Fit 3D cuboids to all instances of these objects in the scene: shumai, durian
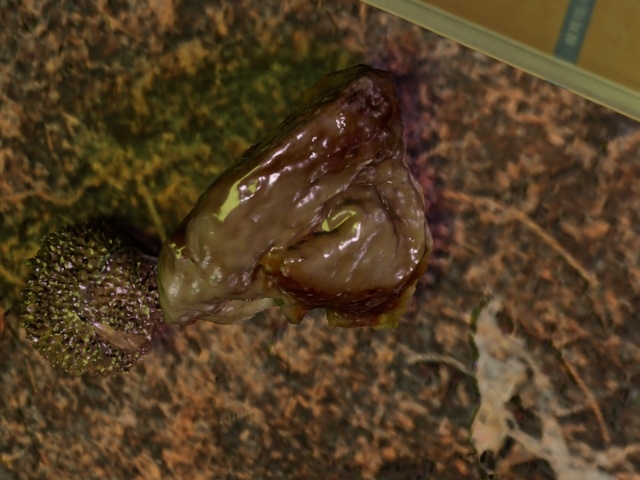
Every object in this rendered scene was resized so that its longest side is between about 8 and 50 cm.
[{"bbox_3d":[-0.002,-0.012,0.717,0.105,0.123,0.139,19,105,12],"label":"shumai"},{"bbox_3d":[-0.119,0.030,0.832,0.091,0.080,0.080,19,119,42],"label":"durian"}]

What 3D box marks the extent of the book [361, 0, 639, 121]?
[{"bbox_3d":[0.098,-0.149,0.659,0.241,0.018,0.170,26,120,21],"label":"book"}]
